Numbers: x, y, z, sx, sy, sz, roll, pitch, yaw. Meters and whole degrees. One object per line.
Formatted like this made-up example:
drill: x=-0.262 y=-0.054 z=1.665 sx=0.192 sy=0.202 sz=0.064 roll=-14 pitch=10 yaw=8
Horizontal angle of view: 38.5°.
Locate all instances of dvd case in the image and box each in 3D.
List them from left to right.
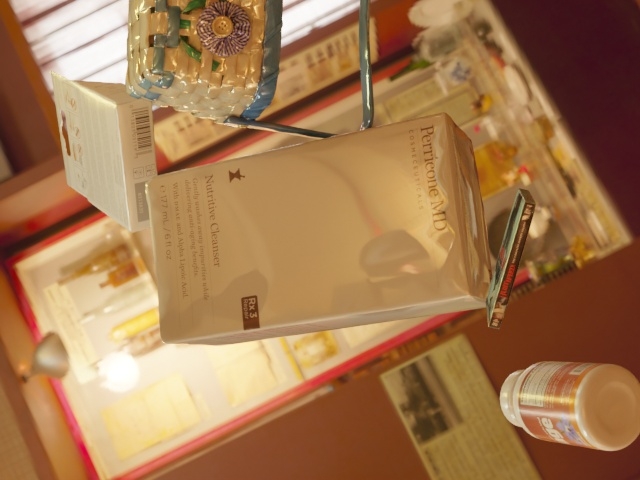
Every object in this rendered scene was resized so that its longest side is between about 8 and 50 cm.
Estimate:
dvd case: x=0.176 y=0.015 z=0.854 sx=0.087 sy=0.013 sz=0.120 roll=-54 pitch=-23 yaw=-76

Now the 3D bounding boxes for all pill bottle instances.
pill bottle: x=0.366 y=0.242 z=1.365 sx=0.121 sy=0.121 sz=0.216 roll=64 pitch=157 yaw=-5

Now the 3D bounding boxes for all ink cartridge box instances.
ink cartridge box: x=-0.298 y=-0.132 z=1.270 sx=0.224 sy=0.056 sz=0.181 roll=30 pitch=129 yaw=49

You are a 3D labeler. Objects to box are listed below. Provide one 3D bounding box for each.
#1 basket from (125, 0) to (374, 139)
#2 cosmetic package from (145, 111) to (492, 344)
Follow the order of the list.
basket: x=-0.073 y=-0.244 z=1.053 sx=0.201 sy=0.288 sz=0.255 roll=171 pitch=98 yaw=-64
cosmetic package: x=0.000 y=0.000 z=1.101 sx=0.156 sy=0.384 sz=0.217 roll=18 pitch=-118 yaw=-66
